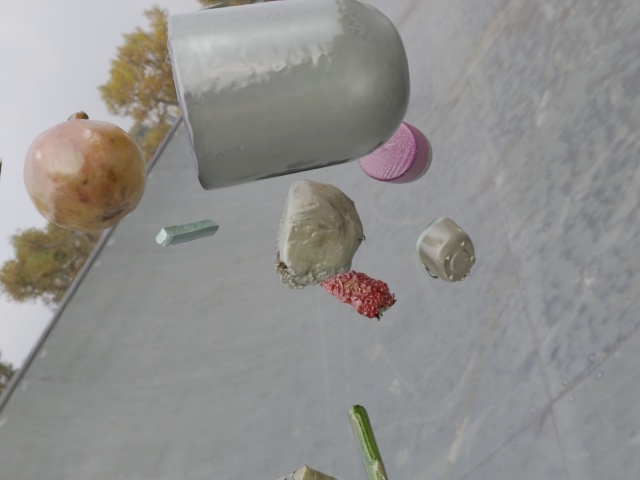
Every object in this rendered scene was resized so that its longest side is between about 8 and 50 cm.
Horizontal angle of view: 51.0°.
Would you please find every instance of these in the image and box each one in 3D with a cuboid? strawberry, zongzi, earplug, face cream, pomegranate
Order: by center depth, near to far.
[{"bbox_3d":[-0.042,-0.268,1.190,0.312,0.394,0.312,171,90,-88],"label":"earplug"},{"bbox_3d":[-0.637,-0.194,1.809,0.338,0.338,0.338,-59,13,23],"label":"pomegranate"},{"bbox_3d":[0.211,-0.246,1.874,0.175,0.175,0.195,-61,-18,14],"label":"face cream"},{"bbox_3d":[0.101,0.132,1.915,0.098,0.228,0.174,-63,-15,9],"label":"strawberry"},{"bbox_3d":[-0.046,0.812,2.222,0.176,0.160,0.078,-38,29,41],"label":"zongzi"}]

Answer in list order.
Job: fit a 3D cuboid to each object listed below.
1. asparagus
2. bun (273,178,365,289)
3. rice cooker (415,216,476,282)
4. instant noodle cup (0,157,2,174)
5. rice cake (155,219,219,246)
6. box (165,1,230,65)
[{"bbox_3d":[0.135,0.586,1.871,0.277,0.060,0.067,-109,12,-45],"label":"asparagus"},{"bbox_3d":[0.001,-0.014,1.621,0.281,0.205,0.281,-170,90,-81],"label":"bun"},{"bbox_3d":[0.339,0.029,1.810,0.145,0.206,0.127,-41,46,-7],"label":"rice cooker"},{"bbox_3d":[-0.752,-0.132,1.432,0.151,0.151,0.122,-110,43,-73],"label":"instant noodle cup"},{"bbox_3d":[-0.267,-0.014,1.352,0.042,0.030,0.180,-48,-12,22],"label":"rice cake"},{"bbox_3d":[-0.286,-0.531,1.821,0.149,0.155,0.231,-54,3,31],"label":"box"}]
